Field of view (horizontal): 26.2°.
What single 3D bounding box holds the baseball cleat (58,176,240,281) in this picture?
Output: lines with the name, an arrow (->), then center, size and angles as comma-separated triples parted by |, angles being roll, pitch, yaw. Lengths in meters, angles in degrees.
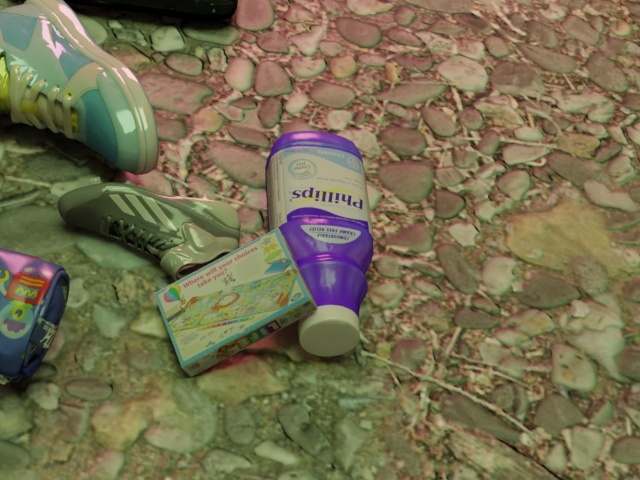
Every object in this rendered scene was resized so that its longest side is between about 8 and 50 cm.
baseball cleat -> -0.190, -0.010, 1.527 | 0.205, 0.072, 0.109 | 3, 54, -7

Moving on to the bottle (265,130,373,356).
bottle -> 0.000, 0.000, 1.551 | 0.118, 0.092, 0.283 | 6, 47, -11

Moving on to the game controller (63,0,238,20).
game controller -> -0.268, -0.365, 1.854 | 0.319, 0.067, 0.166 | 7, 32, -9

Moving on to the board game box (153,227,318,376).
board game box -> -0.091, 0.065, 1.461 | 0.154, 0.026, 0.103 | -28, 54, 3

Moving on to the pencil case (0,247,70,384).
pencil case -> -0.406, 0.054, 1.379 | 0.306, 0.119, 0.133 | 15, 67, -2

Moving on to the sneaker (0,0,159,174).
sneaker -> -0.337, -0.160, 1.593 | 0.208, 0.127, 0.319 | -19, 46, -31
